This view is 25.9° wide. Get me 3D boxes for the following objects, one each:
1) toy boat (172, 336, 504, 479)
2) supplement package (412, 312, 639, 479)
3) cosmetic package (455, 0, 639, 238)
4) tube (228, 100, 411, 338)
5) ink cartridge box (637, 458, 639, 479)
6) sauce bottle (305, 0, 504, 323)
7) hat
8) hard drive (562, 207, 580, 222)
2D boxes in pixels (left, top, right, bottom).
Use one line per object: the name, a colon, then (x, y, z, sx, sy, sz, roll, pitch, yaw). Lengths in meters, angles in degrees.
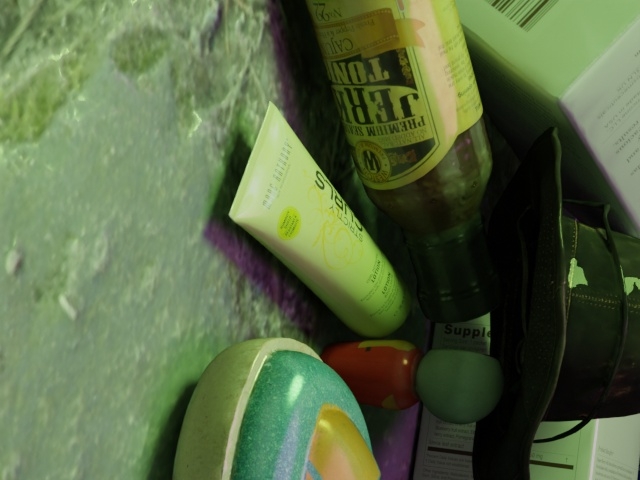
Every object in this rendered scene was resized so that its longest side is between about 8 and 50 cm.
toy boat: (0.018, 0.162, 1.002, 0.318, 0.148, 0.267, -46, 133, -52)
supplement package: (0.211, 0.158, 1.355, 0.177, 0.175, 0.293, 30, 67, -60)
cosmetic package: (0.266, -0.137, 1.305, 0.161, 0.230, 0.453, -46, 146, 1)
tube: (0.000, 0.000, 1.048, 0.240, 0.062, 0.070, 50, 11, -51)
ink cartridge box: (0.340, 0.157, 1.503, 0.065, 0.165, 0.332, 36, 52, -19)
sauce bottle: (0.071, -0.099, 1.071, 0.111, 0.111, 0.344, -47, 124, -52)
hat: (0.213, 0.065, 1.133, 0.331, 0.134, 0.331, -174, -90, -88)
hard drive: (0.282, 0.070, 1.622, 0.172, 0.054, 0.254, 60, 42, -49)
